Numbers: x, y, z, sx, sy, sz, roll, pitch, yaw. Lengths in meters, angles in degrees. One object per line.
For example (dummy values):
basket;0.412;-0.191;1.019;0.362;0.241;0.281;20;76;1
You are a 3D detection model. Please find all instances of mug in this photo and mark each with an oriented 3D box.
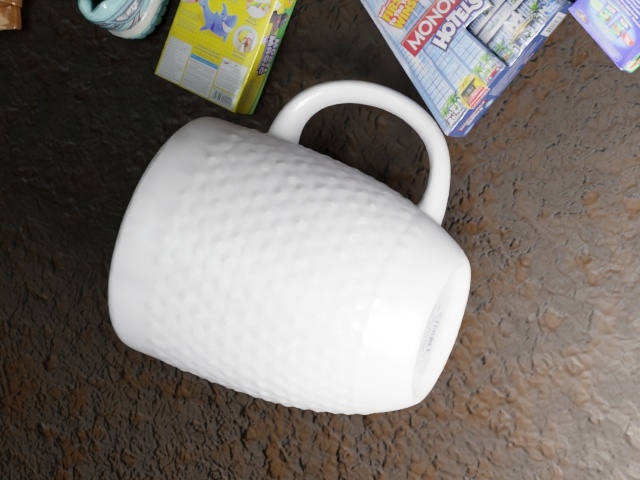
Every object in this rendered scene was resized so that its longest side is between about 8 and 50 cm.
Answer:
mug;0.000;0.000;1.562;0.328;0.276;0.374;20;80;18

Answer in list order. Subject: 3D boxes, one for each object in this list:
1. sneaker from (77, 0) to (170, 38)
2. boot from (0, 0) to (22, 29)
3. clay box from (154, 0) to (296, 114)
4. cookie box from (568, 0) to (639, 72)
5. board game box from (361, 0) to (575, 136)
sneaker;-0.227;-0.388;1.732;0.110;0.122;0.283;11;96;26
boot;-0.478;-0.343;1.888;0.197;0.073;0.152;0;102;30
clay box;-0.101;-0.276;1.710;0.127;0.053;0.222;28;102;24
cookie box;0.331;-0.245;1.496;0.107;0.040;0.092;-43;73;21
board game box;0.144;-0.250;1.582;0.194;0.060;0.194;45;110;18
